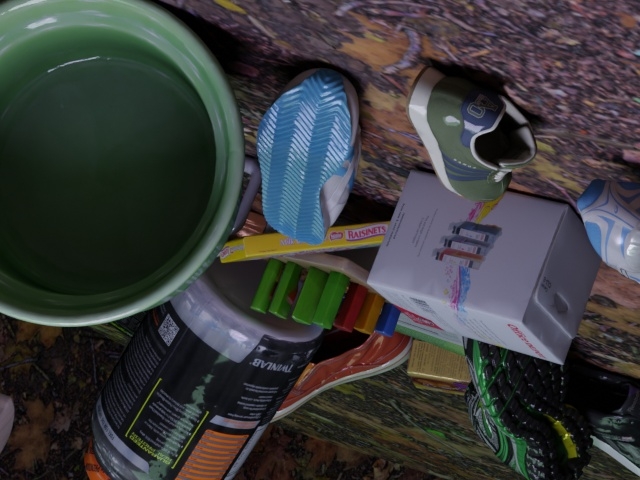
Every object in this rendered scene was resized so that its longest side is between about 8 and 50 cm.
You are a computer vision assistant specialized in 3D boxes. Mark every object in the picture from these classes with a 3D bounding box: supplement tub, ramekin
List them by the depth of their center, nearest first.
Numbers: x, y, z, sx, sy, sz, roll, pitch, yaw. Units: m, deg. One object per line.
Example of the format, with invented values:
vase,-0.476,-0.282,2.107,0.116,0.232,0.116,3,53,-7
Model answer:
ramekin,-0.211,-0.068,1.528,0.303,0.303,0.148,21,175,6
supplement tub,-0.155,0.184,2.121,0.207,0.338,0.207,26,-154,-14

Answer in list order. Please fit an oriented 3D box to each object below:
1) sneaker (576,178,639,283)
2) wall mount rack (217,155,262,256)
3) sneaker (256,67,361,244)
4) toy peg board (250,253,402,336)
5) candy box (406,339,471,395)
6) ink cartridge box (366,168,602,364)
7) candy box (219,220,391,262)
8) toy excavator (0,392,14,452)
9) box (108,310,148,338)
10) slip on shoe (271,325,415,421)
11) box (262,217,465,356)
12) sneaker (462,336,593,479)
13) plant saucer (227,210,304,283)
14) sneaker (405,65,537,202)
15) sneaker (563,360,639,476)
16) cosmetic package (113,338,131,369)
sneaker,0.292,0.004,1.453,0.086,0.085,0.237,46,-173,33
wall mount rack,-0.243,-0.104,1.849,0.304,0.131,0.350,11,164,33
sneaker,-0.005,-0.093,1.544,0.087,0.092,0.229,24,149,6
toy peg board,0.008,0.073,1.975,0.161,0.079,0.160,12,166,44
candy box,0.223,0.189,2.366,0.186,0.053,0.109,10,165,13
ink cartridge box,0.164,0.026,1.633,0.176,0.127,0.128,16,166,32
candy box,0.000,0.000,1.840,0.205,0.027,0.105,-6,175,-19
toy excavator,-0.480,0.056,2.190,0.222,0.445,0.433,18,167,22
box,-0.242,0.033,2.288,0.045,0.184,0.190,16,168,26
slip on shoe,-0.031,0.168,2.386,0.331,0.123,0.101,-22,137,11
box,0.080,0.054,2.104,0.232,0.058,0.322,19,166,20
sneaker,0.230,0.197,2.125,0.146,0.134,0.344,23,150,37
plant saucer,-0.110,0.022,2.207,0.200,0.037,0.200,13,149,8
sneaker,0.140,-0.074,1.386,0.086,0.064,0.192,21,166,31
sneaker,0.421,0.243,2.202,0.283,0.107,0.124,21,162,7
cosmetic package,-0.204,0.145,2.469,0.097,0.284,0.377,26,167,-13
